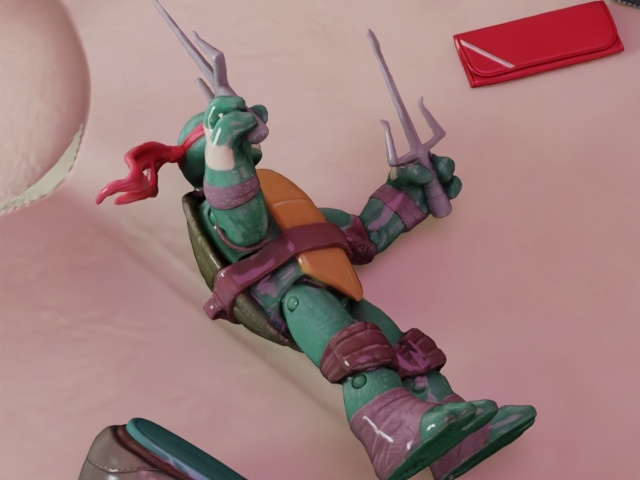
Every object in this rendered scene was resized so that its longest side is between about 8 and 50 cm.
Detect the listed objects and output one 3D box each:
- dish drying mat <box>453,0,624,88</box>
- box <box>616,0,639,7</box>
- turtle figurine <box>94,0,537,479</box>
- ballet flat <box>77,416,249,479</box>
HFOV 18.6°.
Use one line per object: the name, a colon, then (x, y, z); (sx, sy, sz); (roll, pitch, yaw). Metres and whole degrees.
dish drying mat: (0.111, -0.100, 0.990); (0.083, 0.008, 0.032); (-15, 67, -11)
box: (0.279, -0.197, 1.021); (0.270, 0.060, 0.216); (16, 66, 3)
turtle figurine: (0.000, 0.000, 0.880); (0.175, 0.118, 0.234); (-9, 60, -54)
ballet flat: (-0.011, 0.149, 0.842); (0.213, 0.072, 0.068); (26, 93, 8)
